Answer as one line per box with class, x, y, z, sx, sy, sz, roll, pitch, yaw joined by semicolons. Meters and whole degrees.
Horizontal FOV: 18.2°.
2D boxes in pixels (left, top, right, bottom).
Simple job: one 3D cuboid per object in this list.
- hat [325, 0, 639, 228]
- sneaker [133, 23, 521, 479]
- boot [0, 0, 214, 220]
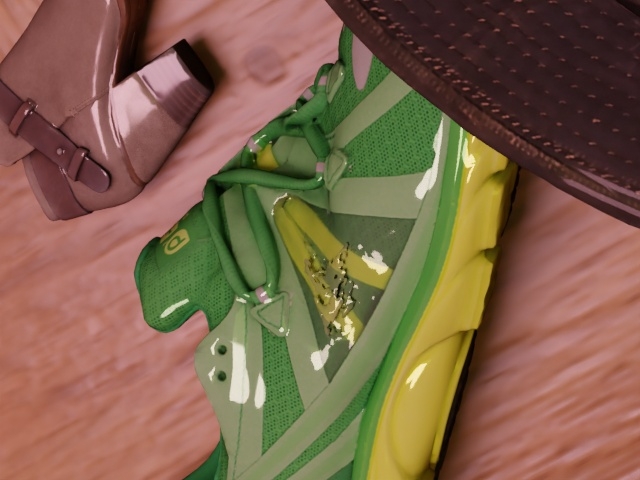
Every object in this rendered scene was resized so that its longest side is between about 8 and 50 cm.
hat;0.136;-0.102;0.462;0.331;0.134;0.331;4;120;7
sneaker;0.000;0.000;0.691;0.123;0.109;0.296;15;102;3
boot;-0.097;-0.068;0.734;0.087;0.042;0.118;-33;85;21
